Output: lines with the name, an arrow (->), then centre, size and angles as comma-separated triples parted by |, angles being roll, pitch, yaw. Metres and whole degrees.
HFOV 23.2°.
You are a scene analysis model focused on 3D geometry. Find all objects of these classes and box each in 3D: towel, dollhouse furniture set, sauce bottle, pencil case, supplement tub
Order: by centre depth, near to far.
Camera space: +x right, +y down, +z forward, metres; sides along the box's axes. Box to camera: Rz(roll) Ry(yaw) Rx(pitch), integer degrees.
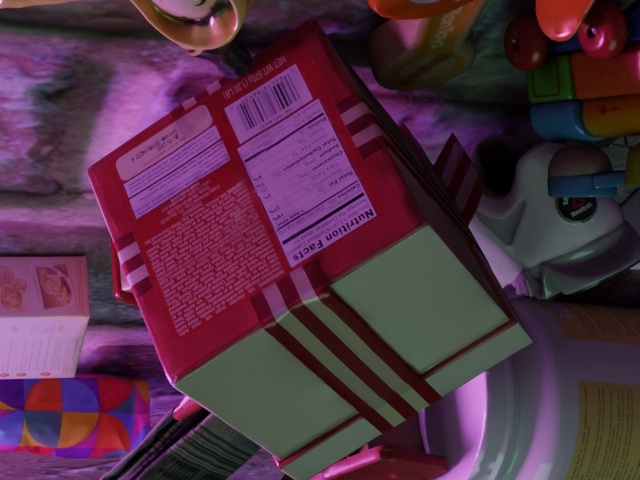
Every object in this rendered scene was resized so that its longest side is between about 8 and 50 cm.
sauce bottle -> -0.089, -0.155, 1.119 | 0.042, 0.042, 0.128 | -19, 149, 19
dollhouse furniture set -> -0.058, 0.127, 1.501 | 0.152, 0.201, 0.374 | -28, 147, 34
supplement tub -> 0.262, 0.183, 1.656 | 0.331, 0.241, 0.241 | 6, 150, -25
pencil case -> -0.296, 0.189, 1.670 | 0.236, 0.104, 0.104 | 7, 149, -25
towel -> -0.187, 0.269, 1.698 | 0.312, 0.056, 0.324 | -42, 166, -4

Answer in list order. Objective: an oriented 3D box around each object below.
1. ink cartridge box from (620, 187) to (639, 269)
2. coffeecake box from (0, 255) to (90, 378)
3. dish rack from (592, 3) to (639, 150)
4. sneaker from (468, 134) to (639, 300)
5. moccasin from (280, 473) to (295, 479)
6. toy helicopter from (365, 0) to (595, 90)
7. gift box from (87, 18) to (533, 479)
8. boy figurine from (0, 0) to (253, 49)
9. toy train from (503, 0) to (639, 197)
ink cartridge box -> 0.352, -0.021, 1.481 | 0.104, 0.061, 0.181 | 2, 151, -20
coffeecake box -> -0.319, 0.075, 1.471 | 0.185, 0.068, 0.142 | 0, 152, -16
dish rack -> 0.357, -0.131, 1.266 | 0.271, 0.074, 0.208 | 6, 151, -29
sneaker -> 0.177, -0.025, 1.392 | 0.122, 0.146, 0.330 | -28, -179, -16
moccasin -> 0.035, 0.302, 1.905 | 0.139, 0.147, 0.380 | -63, 156, 10
toy helicopter -> 0.109, -0.192, 1.055 | 0.235, 0.140, 0.355 | -13, 165, -11
gift box -> 0.000, 0.000, 1.232 | 0.255, 0.276, 0.258 | -28, 144, 12
boy figurine -> -0.166, -0.194, 0.972 | 0.285, 0.092, 0.177 | 20, 139, -37
toy train -> 0.240, -0.101, 1.108 | 0.105, 0.143, 0.248 | -8, -175, -30
